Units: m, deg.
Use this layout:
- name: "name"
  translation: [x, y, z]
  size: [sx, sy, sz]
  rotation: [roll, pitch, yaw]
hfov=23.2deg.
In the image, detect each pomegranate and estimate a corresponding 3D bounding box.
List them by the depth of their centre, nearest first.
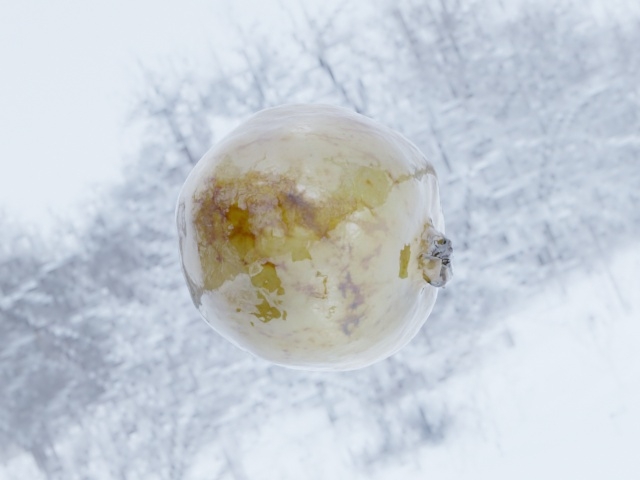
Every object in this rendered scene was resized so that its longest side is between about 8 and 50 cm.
- name: "pomegranate"
  translation: [0.000, 0.000, 1.275]
  size: [0.248, 0.248, 0.248]
  rotation: [-23, -1, 0]
